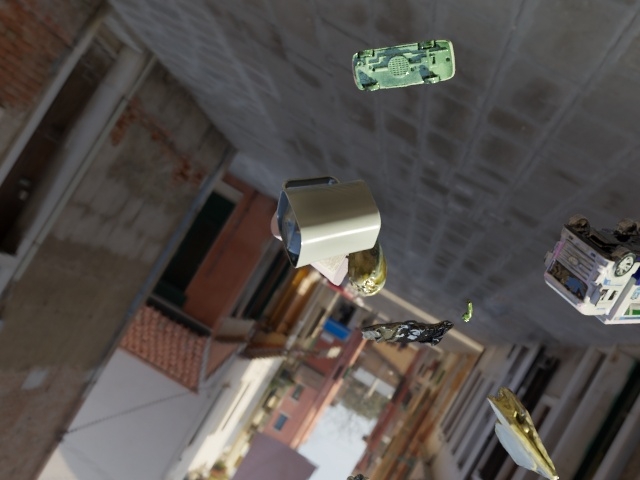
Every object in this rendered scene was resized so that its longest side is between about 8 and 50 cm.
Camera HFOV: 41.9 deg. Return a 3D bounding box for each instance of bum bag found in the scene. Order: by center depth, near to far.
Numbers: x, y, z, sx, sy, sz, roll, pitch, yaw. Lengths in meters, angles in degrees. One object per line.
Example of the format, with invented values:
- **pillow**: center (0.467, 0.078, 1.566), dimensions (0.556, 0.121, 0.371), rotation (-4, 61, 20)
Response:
- **bum bag**: center (0.172, 0.188, 1.678), dimensions (0.197, 0.049, 0.087), rotation (2, 161, -22)

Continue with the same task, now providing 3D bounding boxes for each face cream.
- **face cream**: center (0.000, 0.000, 2.063), dimensions (0.274, 0.154, 0.096), rotation (31, 177, -42)

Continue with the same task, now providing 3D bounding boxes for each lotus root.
- **lotus root**: center (0.115, 0.047, 2.048), dimensions (0.088, 0.192, 0.113), rotation (-17, 133, 22)

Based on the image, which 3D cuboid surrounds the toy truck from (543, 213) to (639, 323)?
- **toy truck**: center (0.479, 0.056, 1.351), dimensions (0.268, 0.155, 0.124), rotation (3, -149, -37)

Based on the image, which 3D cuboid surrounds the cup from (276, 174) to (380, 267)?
- **cup**: center (0.002, -0.039, 1.189), dimensions (0.095, 0.129, 0.128), rotation (105, 149, -53)

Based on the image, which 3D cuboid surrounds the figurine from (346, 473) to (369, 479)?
- **figurine**: center (0.086, 0.589, 1.990), dimensions (0.094, 0.086, 0.082), rotation (-16, -125, -44)

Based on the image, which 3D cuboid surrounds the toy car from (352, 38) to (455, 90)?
- **toy car**: center (0.181, -0.386, 1.825), dimensions (0.224, 0.090, 0.076), rotation (-4, -160, 20)

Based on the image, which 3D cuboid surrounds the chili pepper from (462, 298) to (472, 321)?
- **chili pepper**: center (0.403, 0.197, 2.286), dimensions (0.027, 0.022, 0.083), rotation (28, 138, 27)

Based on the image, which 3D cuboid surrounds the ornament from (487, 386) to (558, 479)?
- **ornament**: center (0.393, 0.383, 1.594), dimensions (0.180, 0.059, 0.201), rotation (53, 175, 41)
